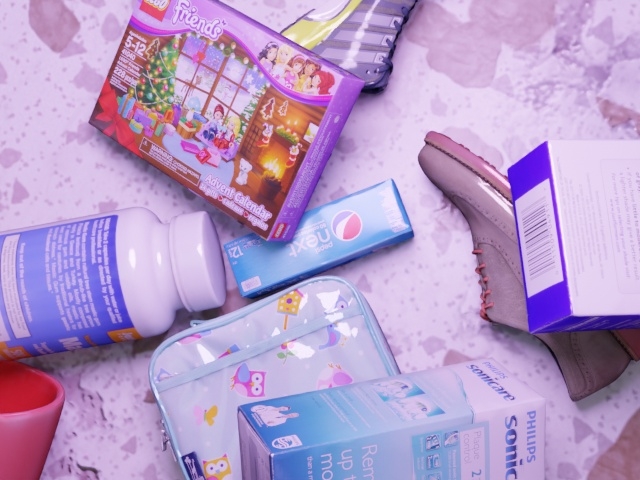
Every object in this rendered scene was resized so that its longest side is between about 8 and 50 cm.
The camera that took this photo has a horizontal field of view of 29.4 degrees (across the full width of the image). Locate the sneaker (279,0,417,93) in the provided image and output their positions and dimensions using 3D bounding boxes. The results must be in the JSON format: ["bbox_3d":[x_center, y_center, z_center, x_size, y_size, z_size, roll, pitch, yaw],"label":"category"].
[{"bbox_3d":[0.059,-0.241,1.425,0.300,0.111,0.121,-38,88,9],"label":"sneaker"}]

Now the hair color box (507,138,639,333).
[{"bbox_3d":[0.378,-0.006,1.281,0.339,0.110,0.185,-1,76,-16],"label":"hair color box"}]

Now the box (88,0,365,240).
[{"bbox_3d":[-0.114,-0.156,1.385,0.293,0.057,0.201,32,106,26],"label":"box"}]

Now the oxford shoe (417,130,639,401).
[{"bbox_3d":[0.213,0.027,1.362,0.130,0.123,0.348,-43,80,6],"label":"oxford shoe"}]

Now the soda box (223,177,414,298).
[{"bbox_3d":[0.000,0.000,1.413,0.210,0.071,0.067,-21,82,4],"label":"soda box"}]

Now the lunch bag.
[{"bbox_3d":[-0.051,0.171,1.383,0.279,0.108,0.224,-23,83,3],"label":"lunch bag"}]

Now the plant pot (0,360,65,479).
[{"bbox_3d":[-0.434,0.265,1.356,0.275,0.275,0.243,11,97,8],"label":"plant pot"}]

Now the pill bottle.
[{"bbox_3d":[-0.252,0.045,1.399,0.272,0.152,0.152,-9,83,6],"label":"pill bottle"}]

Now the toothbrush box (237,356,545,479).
[{"bbox_3d":[0.076,0.262,1.264,0.296,0.126,0.216,-8,109,-19],"label":"toothbrush box"}]
